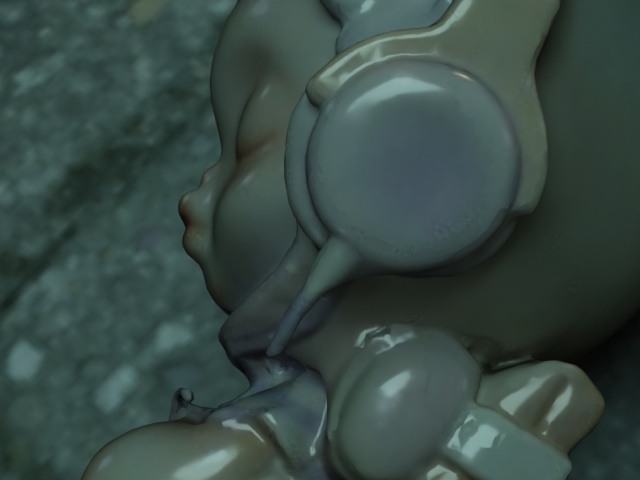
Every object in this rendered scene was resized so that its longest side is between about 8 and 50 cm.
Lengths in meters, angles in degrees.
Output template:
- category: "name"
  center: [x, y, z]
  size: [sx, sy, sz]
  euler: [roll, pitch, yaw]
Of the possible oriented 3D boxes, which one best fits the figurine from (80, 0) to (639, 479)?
- category: "figurine"
  center: [0.004, 0.001, 0.383]
  size: [0.141, 0.162, 0.236]
  euler: [26, 83, -2]
